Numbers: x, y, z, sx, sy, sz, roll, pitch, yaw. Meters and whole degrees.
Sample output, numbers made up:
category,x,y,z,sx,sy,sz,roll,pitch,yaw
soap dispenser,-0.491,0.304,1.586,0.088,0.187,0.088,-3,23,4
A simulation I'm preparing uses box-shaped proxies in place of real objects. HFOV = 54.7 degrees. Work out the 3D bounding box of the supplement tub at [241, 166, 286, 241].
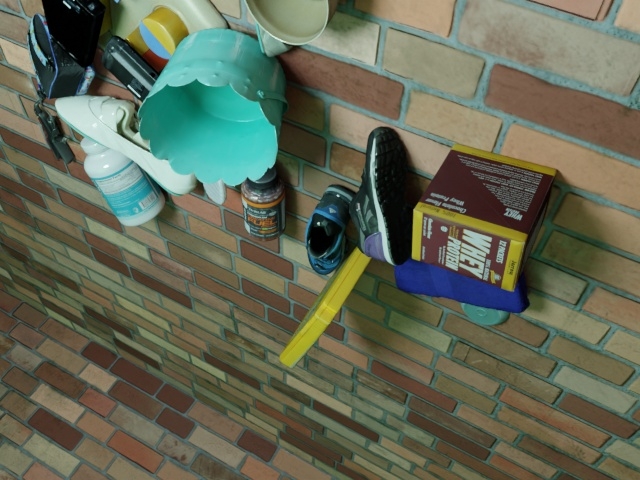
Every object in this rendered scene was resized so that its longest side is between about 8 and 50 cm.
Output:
category,x,y,z,sx,sy,sz,roll,pitch,yaw
supplement tub,-0.137,-0.095,1.488,0.106,0.106,0.198,23,144,17

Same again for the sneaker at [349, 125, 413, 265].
category,x,y,z,sx,sy,sz,roll,pitch,yaw
sneaker,0.101,-0.087,1.248,0.124,0.107,0.283,12,118,41

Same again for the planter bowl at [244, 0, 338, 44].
category,x,y,z,sx,sy,sz,roll,pitch,yaw
planter bowl,-0.033,-0.418,1.006,0.162,0.109,0.162,23,144,18

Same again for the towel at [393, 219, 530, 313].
category,x,y,z,sx,sy,sz,roll,pitch,yaw
towel,0.286,0.044,1.331,0.308,0.076,0.227,10,142,35

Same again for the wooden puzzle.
category,x,y,z,sx,sy,sz,roll,pitch,yaw
wooden puzzle,-0.393,-0.469,1.279,0.348,0.080,0.322,-17,120,49

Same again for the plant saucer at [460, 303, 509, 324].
category,x,y,z,sx,sy,sz,roll,pitch,yaw
plant saucer,0.376,0.160,1.433,0.119,0.021,0.119,23,144,17

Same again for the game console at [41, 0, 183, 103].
category,x,y,z,sx,sy,sz,roll,pitch,yaw
game console,-0.448,-0.395,1.329,0.361,0.044,0.213,44,151,-10

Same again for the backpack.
category,x,y,z,sx,sy,sz,roll,pitch,yaw
backpack,-0.627,-0.446,1.476,0.158,0.117,0.173,-33,76,53

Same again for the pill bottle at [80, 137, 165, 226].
category,x,y,z,sx,sy,sz,roll,pitch,yaw
pill bottle,-0.549,-0.178,1.706,0.146,0.146,0.264,8,137,34

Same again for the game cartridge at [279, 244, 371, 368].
category,x,y,z,sx,sy,sz,roll,pitch,yaw
game cartridge,0.025,0.134,1.467,0.053,0.285,0.323,33,145,2

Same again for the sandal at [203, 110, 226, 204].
category,x,y,z,sx,sy,sz,roll,pitch,yaw
sandal,-0.245,-0.215,1.458,0.102,0.076,0.265,26,133,36

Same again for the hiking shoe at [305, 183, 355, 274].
category,x,y,z,sx,sy,sz,roll,pitch,yaw
hiking shoe,0.000,0.000,1.461,0.113,0.132,0.304,27,145,12

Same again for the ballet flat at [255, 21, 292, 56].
category,x,y,z,sx,sy,sz,roll,pitch,yaw
ballet flat,-0.100,-0.432,1.101,0.068,0.072,0.213,-10,132,12

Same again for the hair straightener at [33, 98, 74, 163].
category,x,y,z,sx,sy,sz,roll,pitch,yaw
hair straightener,-0.777,-0.321,1.827,0.089,0.047,0.230,20,139,21

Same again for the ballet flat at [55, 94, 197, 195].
category,x,y,z,sx,sy,sz,roll,pitch,yaw
ballet flat,-0.468,-0.272,1.562,0.400,0.139,0.139,36,146,-8

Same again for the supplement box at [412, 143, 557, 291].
category,x,y,z,sx,sy,sz,roll,pitch,yaw
supplement box,0.289,-0.045,1.104,0.191,0.194,0.129,19,142,22

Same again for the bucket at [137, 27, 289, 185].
category,x,y,z,sx,sy,sz,roll,pitch,yaw
bucket,-0.197,-0.260,1.212,0.281,0.183,0.281,7,144,5
